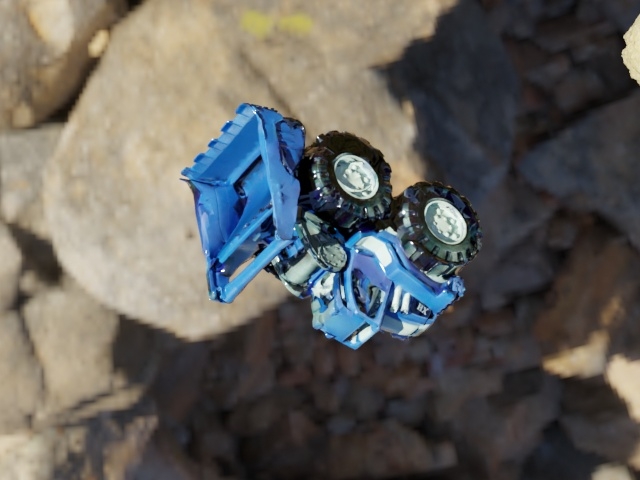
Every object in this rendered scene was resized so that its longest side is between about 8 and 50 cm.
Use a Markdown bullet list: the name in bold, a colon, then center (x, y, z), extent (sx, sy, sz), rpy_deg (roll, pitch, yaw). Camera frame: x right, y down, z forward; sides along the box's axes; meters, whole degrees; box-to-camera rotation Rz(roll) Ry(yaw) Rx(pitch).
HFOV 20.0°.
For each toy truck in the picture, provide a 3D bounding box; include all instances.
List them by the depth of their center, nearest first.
- **toy truck**: center (0.000, 0.000, 1.306), extent (0.208, 0.126, 0.113), rpy_deg (28, 142, -14)

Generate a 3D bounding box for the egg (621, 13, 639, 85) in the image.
- **egg**: center (0.346, -0.178, 1.648), extent (0.140, 0.118, 0.116), rpy_deg (-9, 154, -4)
